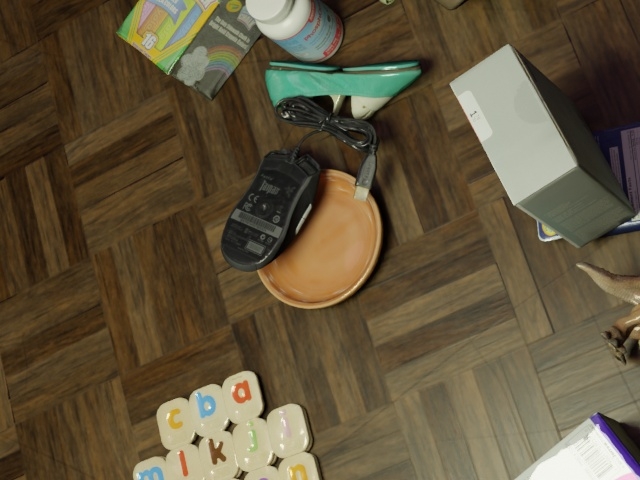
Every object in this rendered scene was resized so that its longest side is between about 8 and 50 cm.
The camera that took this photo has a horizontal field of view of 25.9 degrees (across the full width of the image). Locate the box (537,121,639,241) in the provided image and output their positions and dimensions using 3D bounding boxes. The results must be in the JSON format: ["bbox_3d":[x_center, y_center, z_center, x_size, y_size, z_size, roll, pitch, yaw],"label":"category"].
[{"bbox_3d":[0.382,-0.078,1.766,0.225,0.036,0.136,-11,72,25],"label":"box"}]

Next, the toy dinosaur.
[{"bbox_3d":[0.446,0.086,1.626,0.200,0.127,0.296,-48,47,-1],"label":"toy dinosaur"}]

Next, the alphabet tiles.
[{"bbox_3d":[-0.130,0.336,1.936,0.284,0.021,0.278,-24,68,21],"label":"alphabet tiles"}]

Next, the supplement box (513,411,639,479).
[{"bbox_3d":[0.293,0.321,1.666,0.220,0.114,0.111,-41,63,11],"label":"supplement box"}]

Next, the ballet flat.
[{"bbox_3d":[0.035,-0.211,1.969,0.247,0.083,0.087,4,103,28],"label":"ballet flat"}]

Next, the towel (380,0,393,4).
[{"bbox_3d":[0.104,-0.422,2.007,0.110,0.027,0.148,38,96,31],"label":"towel"}]

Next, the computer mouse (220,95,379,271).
[{"bbox_3d":[-0.017,-0.061,1.921,0.184,0.060,0.262,17,79,27],"label":"computer mouse"}]

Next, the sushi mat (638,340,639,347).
[{"bbox_3d":[0.536,0.089,1.653,0.316,0.019,0.151,-29,65,18],"label":"sushi mat"}]

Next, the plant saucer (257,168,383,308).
[{"bbox_3d":[0.000,0.000,1.946,0.200,0.037,0.200,-8,73,25],"label":"plant saucer"}]

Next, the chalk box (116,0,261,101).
[{"bbox_3d":[-0.171,-0.342,2.070,0.132,0.132,0.213,39,95,29],"label":"chalk box"}]

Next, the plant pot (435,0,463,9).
[{"bbox_3d":[0.159,-0.440,1.866,0.263,0.263,0.229,-39,93,14],"label":"plant pot"}]

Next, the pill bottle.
[{"bbox_3d":[-0.038,-0.316,1.976,0.087,0.160,0.087,-7,74,26],"label":"pill bottle"}]

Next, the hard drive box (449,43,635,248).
[{"bbox_3d":[0.272,-0.109,1.679,0.089,0.232,0.181,-33,63,18],"label":"hard drive box"}]
